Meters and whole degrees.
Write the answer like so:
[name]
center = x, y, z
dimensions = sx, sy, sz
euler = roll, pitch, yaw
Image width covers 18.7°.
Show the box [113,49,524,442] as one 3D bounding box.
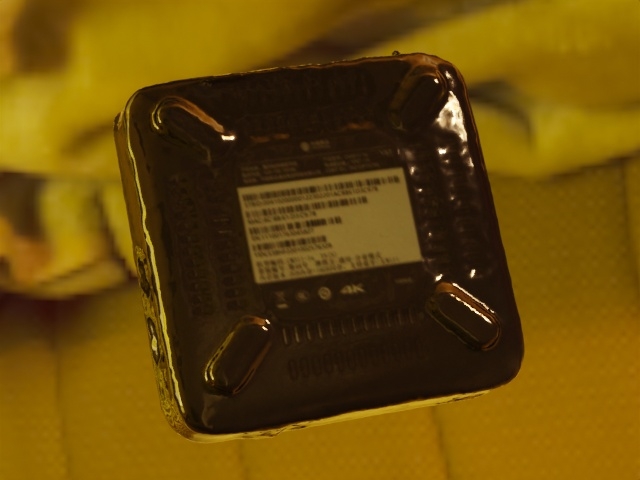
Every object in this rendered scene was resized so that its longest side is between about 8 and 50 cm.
[box]
center = 0.000, 0.000, 1.511
dimensions = 0.290, 0.289, 0.073
euler = -7, 168, -18
